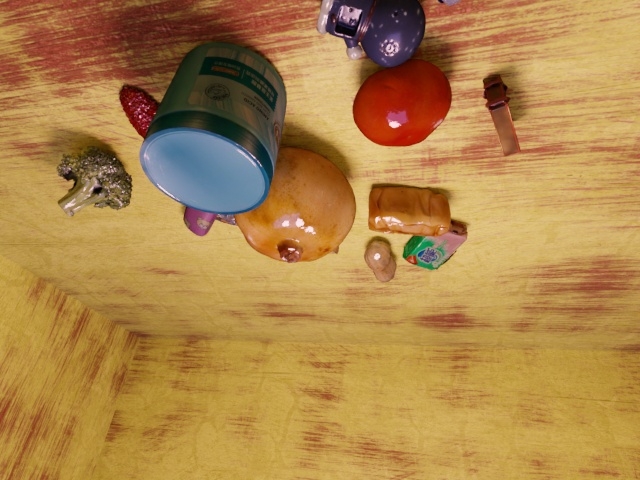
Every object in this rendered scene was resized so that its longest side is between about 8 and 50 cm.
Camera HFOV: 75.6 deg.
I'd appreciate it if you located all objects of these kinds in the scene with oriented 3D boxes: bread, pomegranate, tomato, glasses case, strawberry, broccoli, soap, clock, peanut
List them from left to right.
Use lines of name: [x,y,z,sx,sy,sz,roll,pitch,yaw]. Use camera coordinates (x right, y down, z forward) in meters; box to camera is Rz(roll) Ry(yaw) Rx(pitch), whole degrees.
broccoli: [-0.824,-0.216,1.506,0.259,0.236,0.288,-21,141,-2]
strawberry: [-0.561,-0.375,1.315,0.208,0.087,0.167,33,141,-33]
glasses case: [-0.478,-0.127,1.672,0.123,0.076,0.316,41,137,-1]
pomegranate: [-0.089,-0.106,1.376,0.416,0.417,0.417,5,148,3]
clock: [0.117,-0.496,0.941,0.243,0.147,0.200,20,142,-6]
peanut: [0.274,0.100,1.869,0.129,0.130,0.290,-7,145,22]
tomato: [0.215,-0.349,1.084,0.259,0.180,0.260,-12,165,-3]
bread: [0.318,-0.100,1.500,0.294,0.167,0.132,5,148,4]
soap: [0.467,0.007,1.711,0.217,0.098,0.273,18,145,-6]

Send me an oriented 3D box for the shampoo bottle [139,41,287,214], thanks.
shampoo bottle: [-0.273,-0.302,1.132,0.330,0.343,0.331,5,147,3]

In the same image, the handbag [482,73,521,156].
handbag: [0.494,-0.339,1.124,0.062,0.127,0.190,-14,143,28]

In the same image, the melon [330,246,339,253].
melon: [0.000,0.000,1.820,0.160,0.079,0.128,24,162,-31]

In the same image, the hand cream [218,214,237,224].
hand cream: [-0.364,-0.109,1.748,0.247,0.052,0.075,23,119,-13]

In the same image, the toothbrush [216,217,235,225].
toothbrush: [-0.397,-0.083,1.808,0.320,0.023,0.031,17,150,-15]

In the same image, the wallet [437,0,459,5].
wallet: [0.252,-0.592,0.825,0.230,0.070,0.170,32,158,-28]
